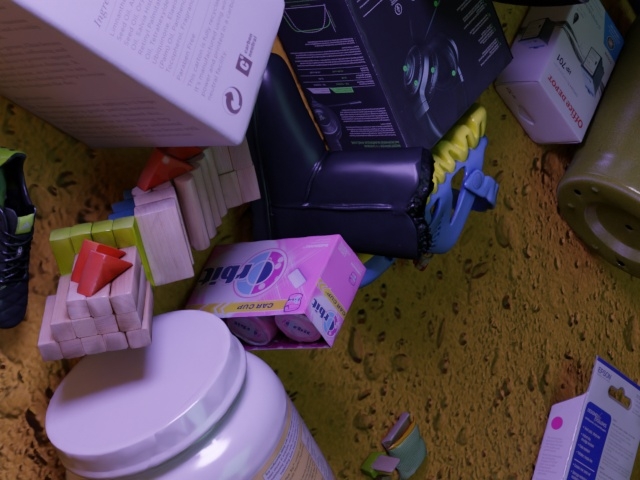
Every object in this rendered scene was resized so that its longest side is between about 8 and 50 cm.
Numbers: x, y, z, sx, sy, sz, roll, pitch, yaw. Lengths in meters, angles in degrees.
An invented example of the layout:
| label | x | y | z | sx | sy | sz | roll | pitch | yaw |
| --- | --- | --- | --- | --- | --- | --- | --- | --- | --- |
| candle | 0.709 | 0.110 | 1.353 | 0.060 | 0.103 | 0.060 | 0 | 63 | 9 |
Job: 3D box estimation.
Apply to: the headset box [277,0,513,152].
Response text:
| label | x | y | z | sx | sy | sz | roll | pitch | yaw |
| --- | --- | --- | --- | --- | --- | --- | --- | --- | --- |
| headset box | 0.087 | -0.255 | 1.772 | 0.246 | 0.131 | 0.283 | -48 | 125 | -35 |

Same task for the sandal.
| label | x | y | z | sx | sy | sz | roll | pitch | yaw |
| --- | --- | --- | --- | --- | --- | --- | --- | --- | --- |
| sandal | 0.127 | -0.036 | 1.808 | 0.317 | 0.126 | 0.138 | -44 | 120 | -33 |

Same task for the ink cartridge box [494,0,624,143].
| label | x | y | z | sx | sy | sz | roll | pitch | yaw |
| --- | --- | --- | --- | --- | --- | --- | --- | --- | --- |
| ink cartridge box | 0.339 | -0.251 | 2.085 | 0.139 | 0.082 | 0.191 | 47 | 58 | -38 |

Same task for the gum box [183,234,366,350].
| label | x | y | z | sx | sy | sz | roll | pitch | yaw |
| --- | --- | --- | --- | --- | --- | --- | --- | --- | --- |
| gum box | -0.057 | 0.058 | 1.597 | 0.062 | 0.188 | 0.107 | 52 | 49 | -35 |

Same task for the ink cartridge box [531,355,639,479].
| label | x | y | z | sx | sy | sz | roll | pitch | yaw |
| --- | --- | --- | --- | --- | --- | --- | --- | --- | --- |
| ink cartridge box | 0.382 | 0.370 | 2.179 | 0.176 | 0.069 | 0.371 | 34 | 70 | -42 |

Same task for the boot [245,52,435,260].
| label | x | y | z | sx | sy | sz | roll | pitch | yaw |
| --- | --- | --- | --- | --- | --- | --- | --- | --- | --- |
| boot | 0.023 | -0.097 | 1.648 | 0.094 | 0.207 | 0.246 | -47 | 134 | -72 |

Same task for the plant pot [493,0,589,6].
| label | x | y | z | sx | sy | sz | roll | pitch | yaw |
| --- | --- | --- | --- | --- | --- | --- | --- | --- | --- |
| plant pot | 0.248 | -0.406 | 1.892 | 0.188 | 0.167 | 0.187 | 28 | 71 | -24 |

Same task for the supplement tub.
| label | x | y | z | sx | sy | sz | roll | pitch | yaw |
| --- | --- | --- | --- | --- | --- | --- | --- | --- | --- |
| supplement tub | -0.110 | 0.260 | 1.506 | 0.241 | 0.241 | 0.331 | -49 | 126 | -34 |

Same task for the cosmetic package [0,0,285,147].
| label | x | y | z | sx | sy | sz | roll | pitch | yaw |
| --- | --- | --- | --- | --- | --- | --- | --- | --- | --- |
| cosmetic package | -0.271 | -0.245 | 1.313 | 0.453 | 0.230 | 0.161 | 31 | 69 | -45 |

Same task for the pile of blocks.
| label | x | y | z | sx | sy | sz | roll | pitch | yaw |
| --- | --- | --- | --- | --- | --- | --- | --- | --- | --- |
| pile of blocks | -0.181 | -0.031 | 1.475 | 0.362 | 0.149 | 0.113 | -56 | 142 | -49 |

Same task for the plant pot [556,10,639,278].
| label | x | y | z | sx | sy | sz | roll | pitch | yaw |
| --- | --- | --- | --- | --- | --- | --- | --- | --- | --- |
| plant pot | 0.531 | -0.136 | 2.141 | 0.353 | 0.366 | 0.366 | -50 | 127 | -18 |

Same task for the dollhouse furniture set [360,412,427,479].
| label | x | y | z | sx | sy | sz | roll | pitch | yaw |
| --- | --- | --- | --- | --- | --- | --- | --- | --- | --- |
| dollhouse furniture set | 0.104 | 0.293 | 1.875 | 0.152 | 0.058 | 0.076 | -49 | 126 | -33 |

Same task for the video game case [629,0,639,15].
| label | x | y | z | sx | sy | sz | roll | pitch | yaw |
| --- | --- | --- | --- | --- | --- | --- | --- | --- | --- |
| video game case | 0.493 | -0.491 | 2.280 | 0.274 | 0.026 | 0.196 | 51 | 57 | -35 |

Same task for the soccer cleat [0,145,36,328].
| label | x | y | z | sx | sy | sz | roll | pitch | yaw |
| --- | --- | --- | --- | --- | --- | --- | --- | --- | --- |
| soccer cleat | -0.301 | -0.002 | 1.406 | 0.060 | 0.072 | 0.179 | -13 | 102 | -46 |

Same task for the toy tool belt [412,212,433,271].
| label | x | y | z | sx | sy | sz | roll | pitch | yaw |
| --- | --- | --- | --- | --- | --- | --- | --- | --- | --- |
| toy tool belt | 0.124 | -0.006 | 1.896 | 0.051 | 0.052 | 0.083 | 29 | 63 | -8 |
